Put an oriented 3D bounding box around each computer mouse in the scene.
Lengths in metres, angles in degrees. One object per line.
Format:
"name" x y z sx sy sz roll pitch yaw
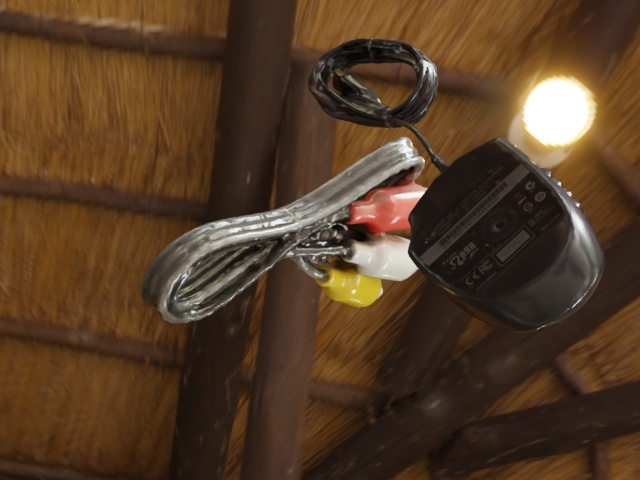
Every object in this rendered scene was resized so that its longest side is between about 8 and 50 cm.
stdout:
"computer mouse" 0.058 -0.030 0.760 0.071 0.242 0.041 -41 -51 5

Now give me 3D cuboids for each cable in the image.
"cable" 0.000 0.000 1.145 0.072 0.287 0.139 42 -64 19
